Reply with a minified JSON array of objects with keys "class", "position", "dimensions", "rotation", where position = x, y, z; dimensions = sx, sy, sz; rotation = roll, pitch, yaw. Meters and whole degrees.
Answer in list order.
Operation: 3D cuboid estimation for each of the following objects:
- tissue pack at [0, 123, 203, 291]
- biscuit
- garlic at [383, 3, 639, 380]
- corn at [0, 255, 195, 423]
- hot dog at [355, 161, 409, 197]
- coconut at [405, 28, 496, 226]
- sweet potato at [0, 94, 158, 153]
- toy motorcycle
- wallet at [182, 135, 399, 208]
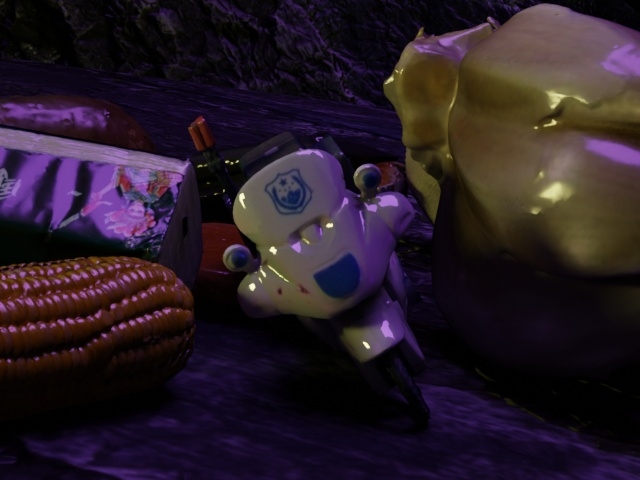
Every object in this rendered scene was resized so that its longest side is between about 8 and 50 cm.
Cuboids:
[{"class":"tissue pack","position":[-0.158,-0.007,0.649],"dimensions":[0.170,0.103,0.090],"rotation":[11,55,6]},{"class":"biscuit","position":[-0.084,0.017,0.788],"dimensions":[0.250,0.036,0.165],"rotation":[4,12,-8]},{"class":"garlic","position":[0.173,-0.022,0.705],"dimensions":[0.210,0.237,0.292],"rotation":[-9,38,-32]},{"class":"corn","position":[-0.138,0.045,0.511],"dimensions":[0.072,0.072,0.203],"rotation":[17,14,36]},{"class":"hot dog","position":[0.039,-0.041,1.084],"dimensions":[0.099,0.053,0.192],"rotation":[-18,5,16]},{"class":"coconut","position":[0.183,-0.078,1.051],"dimensions":[0.224,0.224,0.234],"rotation":[9,-24,-1]},{"class":"sweet potato","position":[-0.236,-0.058,0.763],"dimensions":[0.310,0.098,0.124],"rotation":[11,26,7]},{"class":"toy motorcycle","position":[0.000,0.000,0.644],"dimensions":[0.102,0.150,0.221],"rotation":[-32,29,1]},{"class":"wallet","position":[-0.033,-0.069,1.117],"dimensions":[0.169,0.052,0.245],"rotation":[-12,-1,23]}]
